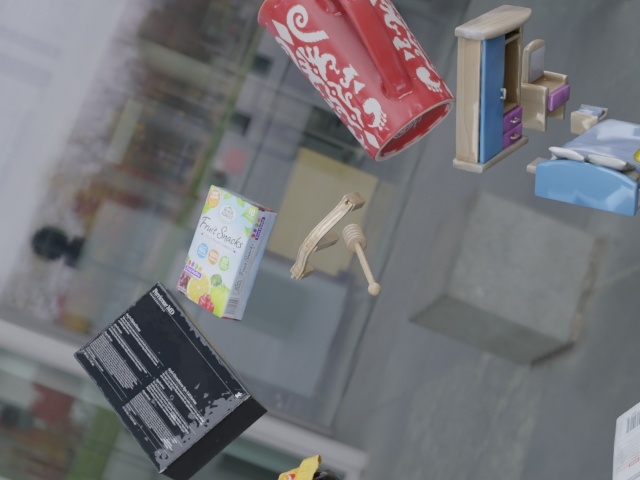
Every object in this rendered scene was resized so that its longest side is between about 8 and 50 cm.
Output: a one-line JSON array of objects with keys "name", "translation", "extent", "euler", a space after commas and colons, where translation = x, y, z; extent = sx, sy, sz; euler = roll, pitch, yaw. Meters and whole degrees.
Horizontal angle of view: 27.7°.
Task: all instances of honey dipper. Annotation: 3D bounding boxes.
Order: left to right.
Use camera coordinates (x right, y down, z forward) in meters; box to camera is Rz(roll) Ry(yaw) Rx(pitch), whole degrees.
[{"name": "honey dipper", "translation": [0.062, 0.028, 1.842], "extent": [0.030, 0.030, 0.161], "euler": [-65, 23, 24]}]

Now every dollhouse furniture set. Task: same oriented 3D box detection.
[{"name": "dollhouse furniture set", "translation": [0.367, -0.195, 1.747], "extent": [0.286, 0.303, 0.198], "euler": [-32, -50, -47]}]

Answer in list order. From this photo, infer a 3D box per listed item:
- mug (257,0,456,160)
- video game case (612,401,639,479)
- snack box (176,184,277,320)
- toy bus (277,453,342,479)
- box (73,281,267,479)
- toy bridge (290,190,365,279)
[{"name": "mug", "translation": [0.030, -0.163, 1.154], "extent": [0.113, 0.169, 0.150], "euler": [-38, -10, 20]}, {"name": "video game case", "translation": [0.310, 0.202, 1.061], "extent": [0.232, 0.042, 0.210], "euler": [123, 161, -55]}, {"name": "snack box", "translation": [-0.116, 0.015, 1.587], "extent": [0.100, 0.037, 0.141], "euler": [26, 100, 44]}, {"name": "toy bus", "translation": [-0.056, 0.437, 1.839], "extent": [0.149, 0.211, 0.220], "euler": [-57, -49, -74]}, {"name": "box", "translation": [-0.238, 0.225, 2.065], "extent": [0.184, 0.261, 0.103], "euler": [-41, -28, -1]}, {"name": "toy bridge", "translation": [0.000, 0.000, 2.017], "extent": [0.063, 0.026, 0.188], "euler": [-22, -25, -49]}]
